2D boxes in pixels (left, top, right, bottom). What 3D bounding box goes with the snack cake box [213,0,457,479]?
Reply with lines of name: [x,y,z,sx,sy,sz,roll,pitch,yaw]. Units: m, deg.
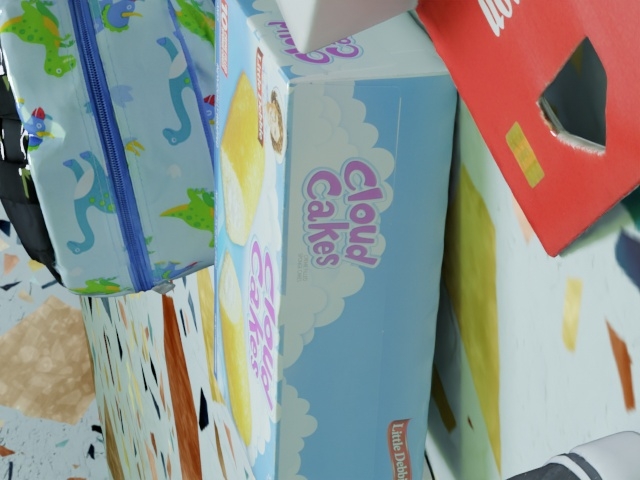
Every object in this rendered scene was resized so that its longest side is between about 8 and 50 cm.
snack cake box: [0.000,0.000,0.948,0.152,0.089,0.264,-117,26,-57]

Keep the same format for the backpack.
backpack: [-0.130,-0.095,1.203,0.355,0.273,0.290,-43,-53,-79]

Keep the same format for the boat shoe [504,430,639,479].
boat shoe: [0.075,0.150,0.748,0.301,0.102,0.108,131,127,-75]

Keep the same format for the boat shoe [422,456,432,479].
boat shoe: [0.034,0.119,1.055,0.046,0.038,0.125,98,158,-55]

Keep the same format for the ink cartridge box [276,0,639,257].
ink cartridge box: [0.028,-0.122,0.623,0.296,0.066,0.261,110,137,-79]
